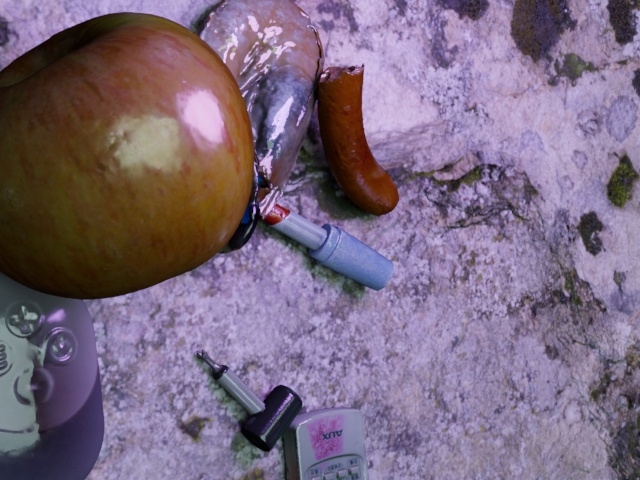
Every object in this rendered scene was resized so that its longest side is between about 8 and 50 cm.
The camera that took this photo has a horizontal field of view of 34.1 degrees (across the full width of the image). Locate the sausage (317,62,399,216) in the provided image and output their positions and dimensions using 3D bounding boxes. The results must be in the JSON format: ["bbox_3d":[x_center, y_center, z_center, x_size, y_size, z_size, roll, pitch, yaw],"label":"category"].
[{"bbox_3d":[0.055,-0.157,1.715,0.103,0.076,0.302,-23,128,-6],"label":"sausage"}]

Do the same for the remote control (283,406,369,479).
[{"bbox_3d":[0.018,0.450,1.724,0.145,0.050,0.344,-7,93,-35],"label":"remote control"}]

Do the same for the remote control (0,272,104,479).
[{"bbox_3d":[-0.402,0.201,1.404,0.221,0.103,0.332,-8,94,-33],"label":"remote control"}]

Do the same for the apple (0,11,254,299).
[{"bbox_3d":[-0.265,-0.097,1.341,0.400,0.400,0.333,-46,120,-27],"label":"apple"}]

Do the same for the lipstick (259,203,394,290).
[{"bbox_3d":[0.000,0.000,1.722,0.274,0.061,0.068,30,95,-25],"label":"lipstick"}]

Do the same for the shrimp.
[{"bbox_3d":[-0.110,-0.195,1.626,0.221,0.110,0.445,20,70,-30],"label":"shrimp"}]

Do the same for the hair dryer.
[{"bbox_3d":[-0.120,0.233,1.639,0.197,0.057,0.100,47,62,-18],"label":"hair dryer"}]
